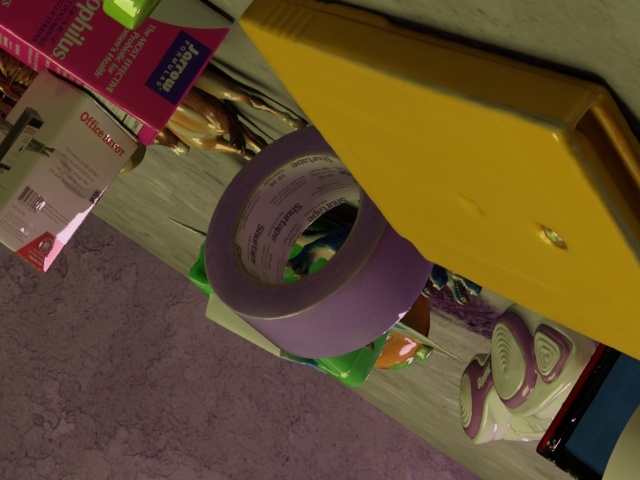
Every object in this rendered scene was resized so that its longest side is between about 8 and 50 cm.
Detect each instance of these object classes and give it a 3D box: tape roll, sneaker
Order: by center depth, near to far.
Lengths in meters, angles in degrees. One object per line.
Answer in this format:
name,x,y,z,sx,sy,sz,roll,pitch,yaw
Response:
tape roll,0.000,0.000,1.531,0.189,0.189,0.080,25,169,45
sneaker,0.236,0.132,1.789,0.152,0.114,0.305,2,165,-9

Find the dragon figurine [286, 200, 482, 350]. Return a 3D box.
dragon figurine,0.049,0.004,1.721,0.085,0.144,0.289,37,-170,-36

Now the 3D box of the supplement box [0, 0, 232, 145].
supplement box,-0.195,-0.186,1.464,0.220,0.111,0.114,34,172,-8

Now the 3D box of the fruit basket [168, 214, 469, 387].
fruit basket,0.035,0.088,2.001,0.327,0.165,0.353,25,172,43

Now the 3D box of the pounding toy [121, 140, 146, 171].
pounding toy,-0.284,-0.182,1.948,0.269,0.155,0.154,38,-160,-1

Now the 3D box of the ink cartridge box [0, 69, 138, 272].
ink cartridge box,-0.225,-0.056,1.468,0.056,0.135,0.099,32,172,31

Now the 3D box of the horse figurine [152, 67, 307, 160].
horse figurine,-0.100,-0.112,1.697,0.174,0.066,0.263,27,174,3

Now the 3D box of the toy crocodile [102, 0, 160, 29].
toy crocodile,-0.132,-0.224,1.109,0.115,0.105,0.340,33,167,1

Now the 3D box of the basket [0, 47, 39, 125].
basket,-0.330,-0.193,1.603,0.299,0.223,0.213,37,167,-15

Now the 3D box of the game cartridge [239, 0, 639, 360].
game cartridge,0.118,-0.041,1.240,0.323,0.053,0.285,27,162,47

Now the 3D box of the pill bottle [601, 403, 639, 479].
pill bottle,0.402,0.242,1.341,0.363,0.210,0.210,27,170,35

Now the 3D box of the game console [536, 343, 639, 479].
game console,0.254,0.138,1.520,0.085,0.144,0.124,31,171,8
